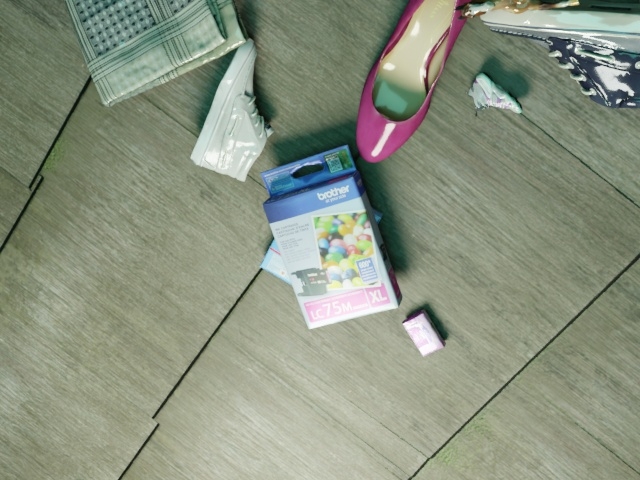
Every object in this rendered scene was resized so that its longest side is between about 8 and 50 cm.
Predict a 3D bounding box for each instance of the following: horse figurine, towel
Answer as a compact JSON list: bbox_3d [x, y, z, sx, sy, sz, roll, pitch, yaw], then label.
[{"bbox_3d":[0.334,-0.415,1.294,0.175,0.263,0.066,-2,134,37],"label":"horse figurine"},{"bbox_3d":[-0.313,-0.438,1.494,0.324,0.056,0.312,-21,86,19],"label":"towel"}]

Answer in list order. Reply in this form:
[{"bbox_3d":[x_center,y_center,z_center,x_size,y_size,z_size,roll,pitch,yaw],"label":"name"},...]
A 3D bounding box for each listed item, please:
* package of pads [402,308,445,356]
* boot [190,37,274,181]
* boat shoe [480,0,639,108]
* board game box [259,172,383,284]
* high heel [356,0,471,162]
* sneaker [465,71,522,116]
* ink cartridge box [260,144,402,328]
[{"bbox_3d":[0.199,0.179,1.610,0.050,0.032,0.083,-30,98,20],"label":"package of pads"},{"bbox_3d":[-0.139,-0.237,1.543,0.123,0.095,0.258,23,114,-8],"label":"boot"},{"bbox_3d":[0.415,-0.299,1.334,0.341,0.127,0.158,15,122,29],"label":"boat shoe"},{"bbox_3d":[0.000,0.000,1.599,0.160,0.039,0.211,30,113,3],"label":"board game box"},{"bbox_3d":[0.141,-0.288,1.392,0.127,0.181,0.377,24,112,6],"label":"high heel"},{"bbox_3d":[0.296,-0.237,1.449,0.098,0.038,0.069,43,114,9],"label":"sneaker"},{"bbox_3d":[0.015,-0.002,1.543,0.186,0.065,0.311,-16,102,18],"label":"ink cartridge box"}]
